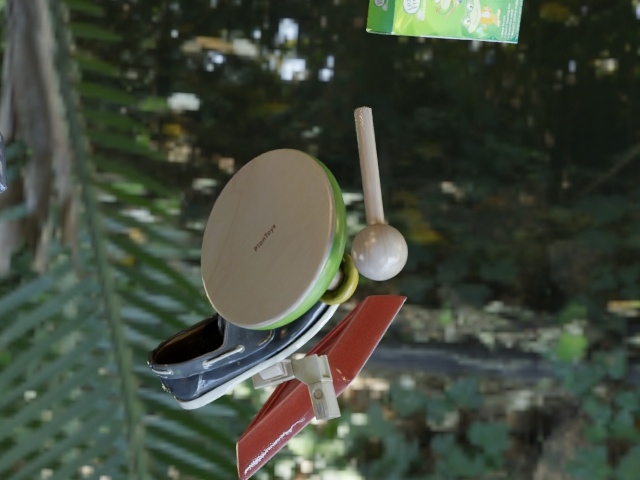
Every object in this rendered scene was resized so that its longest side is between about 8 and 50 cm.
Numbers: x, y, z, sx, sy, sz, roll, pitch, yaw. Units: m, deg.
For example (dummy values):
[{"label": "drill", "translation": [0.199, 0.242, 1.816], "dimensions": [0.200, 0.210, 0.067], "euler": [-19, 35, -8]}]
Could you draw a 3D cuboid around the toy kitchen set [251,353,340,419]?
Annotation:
[{"label": "toy kitchen set", "translation": [-0.035, 0.172, 1.610], "dimensions": [0.083, 0.075, 0.068], "euler": [-18, 167, 20]}]

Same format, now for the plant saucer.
[{"label": "plant saucer", "translation": [-0.008, 0.193, 1.999], "dimensions": [0.258, 0.048, 0.259], "euler": [-45, -178, 31]}]

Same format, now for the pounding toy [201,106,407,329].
[{"label": "pounding toy", "translation": [0.000, 0.000, 1.412], "dimensions": [0.237, 0.183, 0.110], "euler": [-26, 148, 35]}]

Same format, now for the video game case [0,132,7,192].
[{"label": "video game case", "translation": [-0.345, -0.179, 1.214], "dimensions": [0.026, 0.274, 0.196], "euler": [-29, -159, -3]}]

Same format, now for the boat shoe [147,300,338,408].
[{"label": "boat shoe", "translation": [-0.076, 0.092, 1.531], "dimensions": [0.233, 0.084, 0.079], "euler": [-32, 118, 8]}]

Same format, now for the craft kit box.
[{"label": "craft kit box", "translation": [0.176, -0.388, 1.858], "dimensions": [0.246, 0.250, 0.061], "euler": [-3, -166, -39]}]
